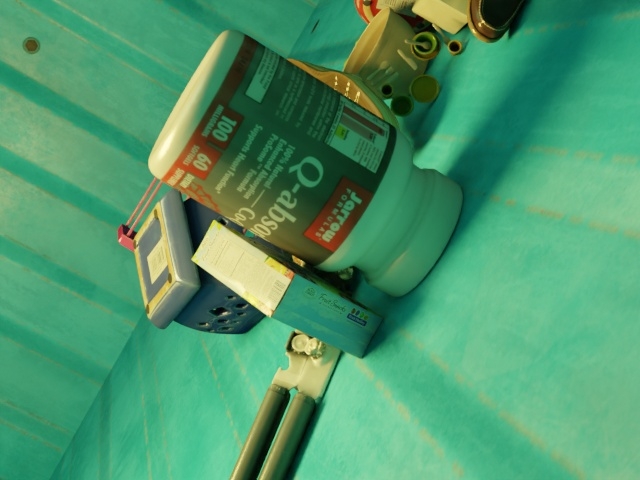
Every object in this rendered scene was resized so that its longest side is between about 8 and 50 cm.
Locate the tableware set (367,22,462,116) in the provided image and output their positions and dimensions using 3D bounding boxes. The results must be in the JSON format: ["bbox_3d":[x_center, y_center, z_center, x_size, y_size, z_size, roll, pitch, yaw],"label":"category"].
[{"bbox_3d":[0.157,-0.271,1.687,0.154,0.104,0.024,-39,-13,-2],"label":"tableware set"}]

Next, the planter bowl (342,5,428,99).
[{"bbox_3d":[0.121,-0.313,1.861,0.162,0.109,0.162,-55,16,24],"label":"planter bowl"}]

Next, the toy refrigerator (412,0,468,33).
[{"bbox_3d":[0.260,-0.483,1.748,0.270,0.094,0.102,-62,6,-9],"label":"toy refrigerator"}]

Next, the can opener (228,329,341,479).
[{"bbox_3d":[-0.040,0.233,1.450,0.093,0.074,0.280,74,-143,-58],"label":"can opener"}]

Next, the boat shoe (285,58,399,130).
[{"bbox_3d":[0.045,-0.219,1.728,0.341,0.110,0.122,44,124,51],"label":"boat shoe"}]

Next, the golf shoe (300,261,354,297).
[{"bbox_3d":[0.017,0.003,1.618,0.273,0.105,0.120,-67,7,-27],"label":"golf shoe"}]

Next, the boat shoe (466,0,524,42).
[{"bbox_3d":[0.267,-0.374,1.526,0.073,0.073,0.207,-45,21,55],"label":"boat shoe"}]

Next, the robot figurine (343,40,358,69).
[{"bbox_3d":[0.089,-0.357,2.165,0.115,0.067,0.101,153,134,-66],"label":"robot figurine"}]

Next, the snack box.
[{"bbox_3d":[-0.046,0.063,1.402,0.207,0.174,0.070,29,90,49],"label":"snack box"}]

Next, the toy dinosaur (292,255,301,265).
[{"bbox_3d":[0.000,0.000,1.809,0.211,0.064,0.112,132,146,-74],"label":"toy dinosaur"}]

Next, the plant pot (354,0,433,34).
[{"bbox_3d":[0.152,-0.478,1.936,0.191,0.191,0.174,-44,28,51],"label":"plant pot"}]

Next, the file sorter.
[{"bbox_3d":[-0.264,-0.010,2.283,0.182,0.290,0.202,-58,13,1],"label":"file sorter"}]

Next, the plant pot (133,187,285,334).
[{"bbox_3d":[-0.215,0.035,1.976,0.236,0.212,0.236,-45,52,51],"label":"plant pot"}]

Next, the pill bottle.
[{"bbox_3d":[-0.014,-0.089,1.344,0.210,0.362,0.210,-55,14,21],"label":"pill bottle"}]

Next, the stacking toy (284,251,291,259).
[{"bbox_3d":[-0.057,-0.142,2.003,0.279,0.130,0.309,-51,28,46],"label":"stacking toy"}]
